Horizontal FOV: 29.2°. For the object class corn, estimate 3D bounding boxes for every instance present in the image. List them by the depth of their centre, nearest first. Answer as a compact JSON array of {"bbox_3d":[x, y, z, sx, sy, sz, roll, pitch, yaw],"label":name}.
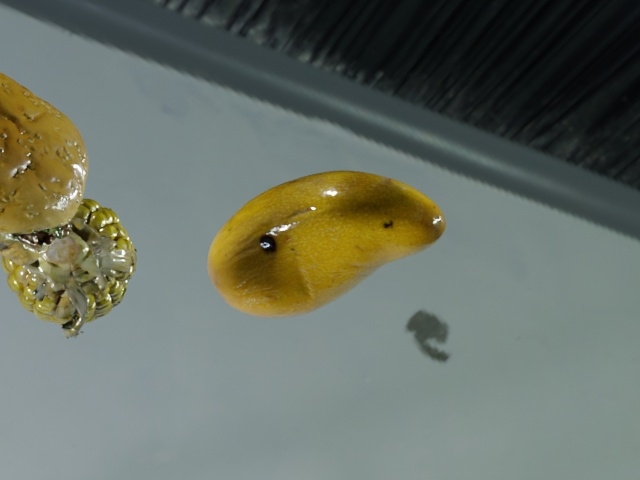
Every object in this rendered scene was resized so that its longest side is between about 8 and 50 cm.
[{"bbox_3d":[-0.200,0.024,1.001,0.106,0.293,0.106,1,86,-8],"label":"corn"}]

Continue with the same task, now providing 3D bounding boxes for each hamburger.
[{"bbox_3d":[-0.132,-0.034,0.489,0.083,0.044,0.076,25,40,-28],"label":"hamburger"}]

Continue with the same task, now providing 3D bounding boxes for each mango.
[{"bbox_3d":[-0.002,-0.004,1.449,0.177,0.295,0.120,42,31,-43],"label":"mango"}]
